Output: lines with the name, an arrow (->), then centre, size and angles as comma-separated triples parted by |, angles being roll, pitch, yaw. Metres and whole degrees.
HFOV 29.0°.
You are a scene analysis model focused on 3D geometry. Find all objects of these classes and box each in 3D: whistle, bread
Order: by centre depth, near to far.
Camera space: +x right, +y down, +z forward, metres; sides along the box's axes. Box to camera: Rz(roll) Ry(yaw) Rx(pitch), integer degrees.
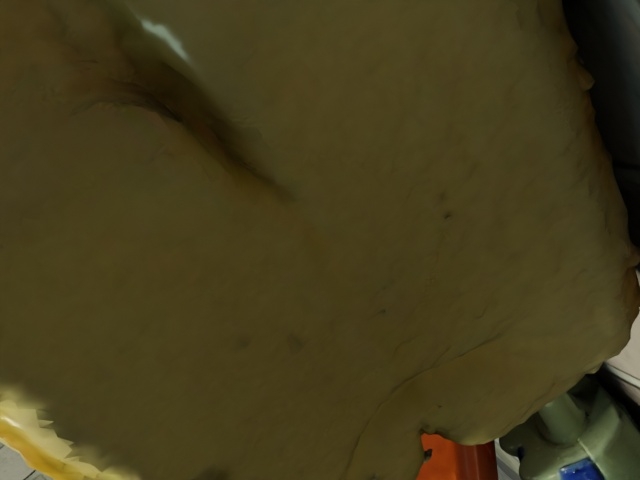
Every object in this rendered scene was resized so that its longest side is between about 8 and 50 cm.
bread -> -0.079, -0.067, 0.573 | 0.371, 0.279, 0.390 | 44, 171, 36
whistle -> 0.192, 0.157, 0.909 | 0.244, 0.092, 0.110 | 51, -174, -31

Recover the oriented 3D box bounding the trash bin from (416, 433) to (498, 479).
trash bin -> 0.043, 0.112, 0.932 | 0.161, 0.184, 0.239 | 57, -156, -57
